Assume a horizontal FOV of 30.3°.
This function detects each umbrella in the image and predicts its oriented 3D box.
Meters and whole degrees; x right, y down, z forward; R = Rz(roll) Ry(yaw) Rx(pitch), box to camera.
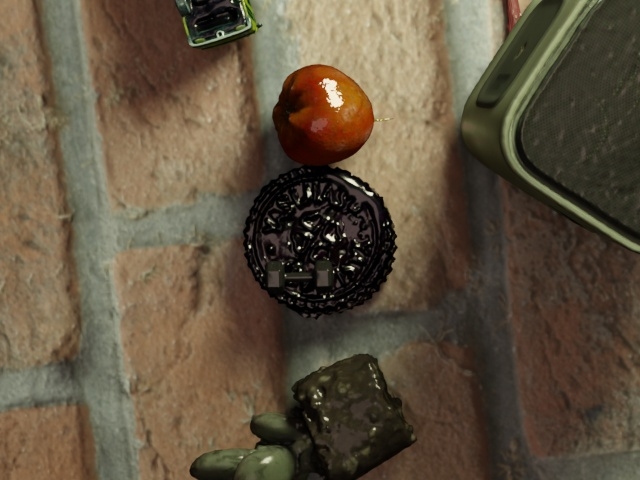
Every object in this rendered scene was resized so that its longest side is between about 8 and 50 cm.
[{"bbox_3d":[0.240,-0.249,1.438,0.027,0.025,0.165,-9,91,22],"label":"umbrella"}]

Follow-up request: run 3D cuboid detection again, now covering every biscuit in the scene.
[{"bbox_3d":[0.000,0.000,1.457,0.194,0.053,0.195,0,94,5],"label":"biscuit"}]

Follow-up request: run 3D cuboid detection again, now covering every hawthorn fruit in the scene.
[{"bbox_3d":[0.004,-0.144,1.419,0.125,0.140,0.125,-18,57,30],"label":"hawthorn fruit"}]

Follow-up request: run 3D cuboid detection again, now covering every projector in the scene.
[{"bbox_3d":[0.322,-0.145,1.313,0.248,0.249,0.248,32,95,-7],"label":"projector"}]

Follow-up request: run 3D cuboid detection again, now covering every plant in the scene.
[{"bbox_3d":[-0.025,0.252,1.433,0.274,0.149,0.146,-35,72,4],"label":"plant"}]

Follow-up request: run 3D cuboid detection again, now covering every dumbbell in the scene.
[{"bbox_3d":[-0.025,0.044,1.416,0.083,0.036,0.040,-1,95,5],"label":"dumbbell"}]

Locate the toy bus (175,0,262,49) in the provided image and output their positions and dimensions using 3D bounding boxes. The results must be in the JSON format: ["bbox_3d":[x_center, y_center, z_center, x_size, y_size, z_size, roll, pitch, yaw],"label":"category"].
[{"bbox_3d":[-0.135,-0.318,1.420,0.088,0.101,0.175,-17,88,5],"label":"toy bus"}]
